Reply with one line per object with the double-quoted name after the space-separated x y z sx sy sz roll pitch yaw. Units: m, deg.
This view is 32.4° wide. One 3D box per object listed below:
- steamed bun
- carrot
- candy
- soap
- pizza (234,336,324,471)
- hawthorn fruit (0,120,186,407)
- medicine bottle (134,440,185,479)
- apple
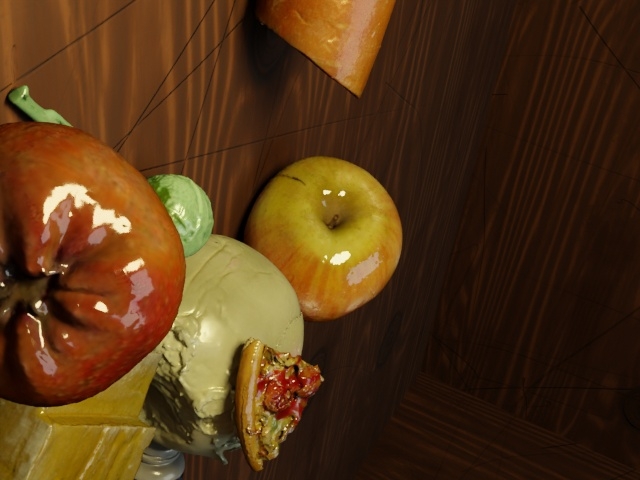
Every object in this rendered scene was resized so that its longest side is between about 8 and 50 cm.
-0.147 0.164 1.697 0.312 0.233 0.334 -55 161 -33 "steamed bun"
0.017 -0.387 1.538 0.193 0.214 0.331 -107 -142 -69 "carrot"
-0.249 -0.076 1.319 0.119 0.119 0.440 -64 156 -9 "candy"
-0.329 0.226 1.391 0.259 0.143 0.281 -70 159 -2 "soap"
-0.050 0.214 1.593 0.193 0.053 0.201 -31 122 -47 "pizza"
-0.271 0.016 1.094 0.298 0.277 0.277 -81 -170 -75 "hawthorn fruit"
-0.282 0.394 1.808 0.107 0.107 0.191 -39 148 -58 "medicine bottle"
0.000 0.000 1.892 0.286 0.286 0.233 -59 178 -24 "apple"
